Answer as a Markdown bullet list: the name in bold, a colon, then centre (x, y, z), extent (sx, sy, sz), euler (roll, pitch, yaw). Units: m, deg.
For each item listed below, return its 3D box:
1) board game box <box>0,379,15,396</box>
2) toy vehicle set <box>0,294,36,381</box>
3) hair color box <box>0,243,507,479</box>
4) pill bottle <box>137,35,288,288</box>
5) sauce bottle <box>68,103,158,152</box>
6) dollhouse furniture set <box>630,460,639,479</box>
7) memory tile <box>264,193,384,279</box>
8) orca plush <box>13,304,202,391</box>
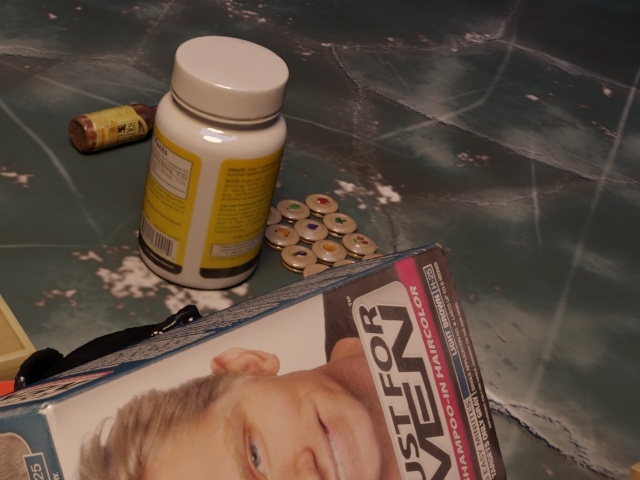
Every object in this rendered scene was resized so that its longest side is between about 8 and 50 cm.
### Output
- **board game box**: centre (-0.178, 0.215, 0.540), extent (0.242, 0.064, 0.316), euler (2, 41, -42)
- **toy vehicle set**: centre (-0.372, 0.078, 0.764), extent (0.266, 0.035, 0.166), euler (-13, 43, -35)
- **hair color box**: centre (-0.028, 0.124, 0.567), extent (0.105, 0.174, 0.347), euler (-15, 3, 36)
- **pill bottle**: centre (-0.096, -0.070, 0.927), extent (0.119, 0.208, 0.119), euler (11, 34, -7)
- **sauce bottle**: centre (-0.212, -0.128, 1.115), extent (0.128, 0.042, 0.042), euler (-22, 48, -39)
- **dollhouse furniture set**: centre (0.220, 0.205, 0.591), extent (0.182, 0.101, 0.161), euler (-13, 19, -34)
- **memory tile**: centre (0.000, 0.000, 1.039), extent (0.113, 0.012, 0.148), euler (-11, 42, -33)
- **orca plush**: centre (-0.084, 0.092, 0.645), extent (0.287, 0.102, 0.151), euler (-1, 43, -49)
